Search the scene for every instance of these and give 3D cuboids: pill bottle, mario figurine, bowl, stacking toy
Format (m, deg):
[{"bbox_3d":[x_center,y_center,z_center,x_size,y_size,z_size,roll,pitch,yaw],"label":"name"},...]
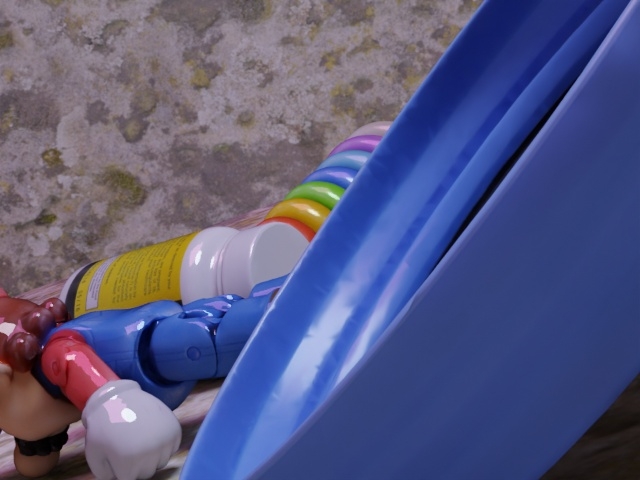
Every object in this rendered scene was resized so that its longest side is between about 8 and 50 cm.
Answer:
[{"bbox_3d":[-0.106,0.055,1.035,0.208,0.119,0.119,-16,8,34],"label":"pill bottle"},{"bbox_3d":[-0.143,0.110,0.879,0.321,0.170,0.198,-8,-27,14],"label":"mario figurine"},{"bbox_3d":[0.079,-0.025,0.543,0.391,0.077,0.391,-54,5,7],"label":"bowl"},{"bbox_3d":[0.000,0.000,1.226,0.141,0.141,0.330,-14,15,39],"label":"stacking toy"}]
